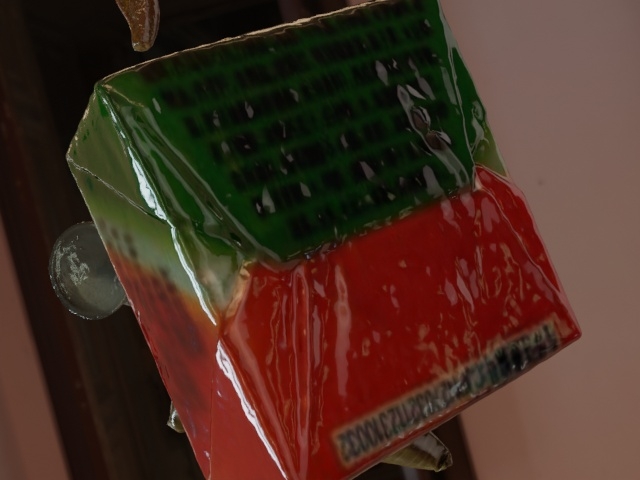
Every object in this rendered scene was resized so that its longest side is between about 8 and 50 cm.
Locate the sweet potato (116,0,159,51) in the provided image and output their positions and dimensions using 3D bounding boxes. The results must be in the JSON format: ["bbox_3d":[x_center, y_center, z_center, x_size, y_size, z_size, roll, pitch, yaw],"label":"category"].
[{"bbox_3d":[-0.254,-0.335,1.546,0.078,0.255,0.058,-49,153,23],"label":"sweet potato"}]

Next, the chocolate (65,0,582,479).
[{"bbox_3d":[0.000,0.000,1.036,0.360,0.341,0.161,-23,179,-40],"label":"chocolate"}]

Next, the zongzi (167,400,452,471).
[{"bbox_3d":[0.010,0.118,1.339,0.288,0.134,0.286,15,-144,1],"label":"zongzi"}]

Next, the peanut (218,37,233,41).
[{"bbox_3d":[-0.099,-0.101,1.172,0.087,0.087,0.207,-14,-134,46],"label":"peanut"}]

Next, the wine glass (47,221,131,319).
[{"bbox_3d":[-0.190,0.022,1.393,0.103,0.103,0.231,-14,178,24],"label":"wine glass"}]
